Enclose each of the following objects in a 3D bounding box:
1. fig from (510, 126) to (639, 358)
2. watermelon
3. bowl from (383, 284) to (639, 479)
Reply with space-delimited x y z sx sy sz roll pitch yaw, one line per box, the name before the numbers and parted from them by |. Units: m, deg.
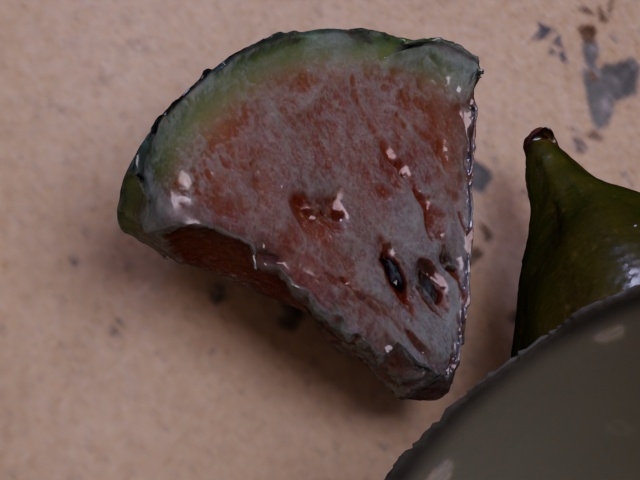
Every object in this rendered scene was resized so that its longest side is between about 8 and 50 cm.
fig | 0.132 0.030 0.728 0.127 0.133 0.184 1 56 11
watermelon | 0.000 0.000 0.716 0.187 0.071 0.139 -18 81 -45
bowl | 0.154 0.187 0.573 0.157 0.337 0.337 20 53 -46
